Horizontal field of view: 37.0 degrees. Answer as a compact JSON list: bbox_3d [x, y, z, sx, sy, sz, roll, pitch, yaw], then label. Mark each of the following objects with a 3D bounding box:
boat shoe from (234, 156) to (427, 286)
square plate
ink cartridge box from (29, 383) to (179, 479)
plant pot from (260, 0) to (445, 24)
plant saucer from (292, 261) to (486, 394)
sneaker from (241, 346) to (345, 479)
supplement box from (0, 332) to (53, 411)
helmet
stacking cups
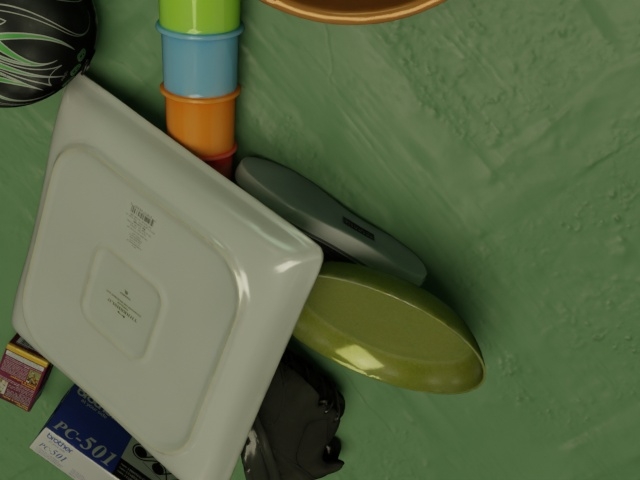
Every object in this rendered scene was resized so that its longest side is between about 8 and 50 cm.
[{"bbox_3d":[0.000,0.000,0.997,0.229,0.080,0.076,30,116,-14],"label":"boat shoe"},{"bbox_3d":[-0.191,0.056,0.984,0.347,0.049,0.344,36,123,21],"label":"square plate"},{"bbox_3d":[-0.238,0.268,1.153,0.207,0.097,0.046,38,116,-10],"label":"ink cartridge box"},{"bbox_3d":[0.033,-0.335,0.751,0.291,0.203,0.290,4,116,7],"label":"plant pot"},{"bbox_3d":[0.060,0.086,0.987,0.241,0.037,0.241,20,154,10],"label":"plant saucer"},{"bbox_3d":[-0.041,0.167,1.071,0.130,0.109,0.286,-10,130,1],"label":"sneaker"},{"bbox_3d":[-0.354,0.155,1.148,0.055,0.043,0.083,27,116,-4],"label":"supplement box"},{"bbox_3d":[-0.306,-0.204,0.891,0.169,0.161,0.169,6,106,21],"label":"helmet"},{"bbox_3d":[-0.123,-0.177,0.920,0.096,0.096,0.316,9,118,5],"label":"stacking cups"}]
